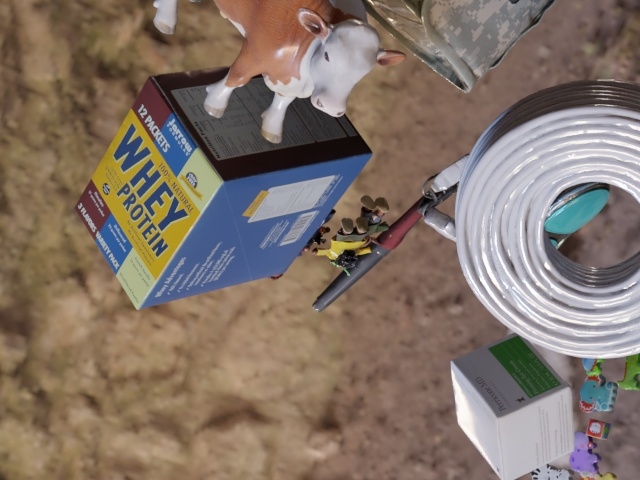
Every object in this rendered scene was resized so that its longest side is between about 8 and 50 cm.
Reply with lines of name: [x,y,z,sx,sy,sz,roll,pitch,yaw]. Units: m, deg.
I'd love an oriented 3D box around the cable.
cable: [0.248,-0.019,1.371,0.257,0.257,0.089,-46,6,24]

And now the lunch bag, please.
lunch bag: [0.138,-0.333,1.637,0.235,0.287,0.169,-49,3,-6]

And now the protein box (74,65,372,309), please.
protein box: [-0.098,-0.059,1.507,0.136,0.201,0.200,55,133,21]

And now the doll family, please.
doll family: [0.000,0.000,1.961,0.111,0.193,0.076,116,153,-57]

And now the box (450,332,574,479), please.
box: [0.195,0.168,1.547,0.101,0.087,0.102,52,160,47]

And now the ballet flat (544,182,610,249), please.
ballet flat: [0.271,-0.026,1.810,0.188,0.070,0.070,-50,25,36]

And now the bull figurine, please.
bull figurine: [-0.048,-0.206,1.355,0.188,0.101,0.310,-49,55,36]

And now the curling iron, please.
curling iron: [0.084,0.000,2.071,0.274,0.035,0.068,-43,-15,17]

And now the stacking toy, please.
stacking toy: [0.349,0.235,1.968,0.052,0.167,0.221,14,87,33]
